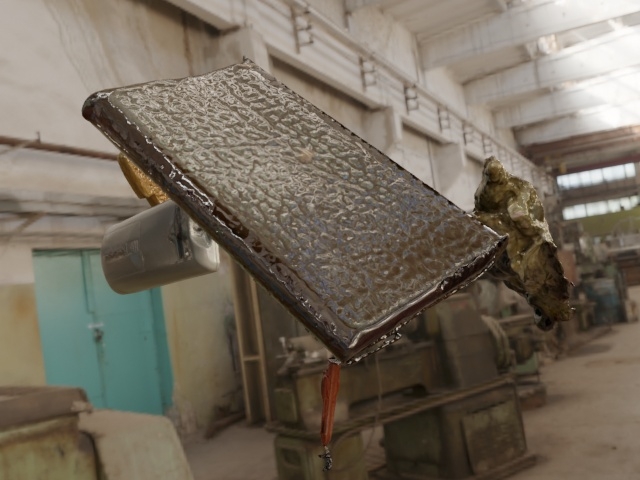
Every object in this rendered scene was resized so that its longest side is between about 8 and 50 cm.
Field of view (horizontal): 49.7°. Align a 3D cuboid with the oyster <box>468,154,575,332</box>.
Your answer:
[{"bbox_3d":[0.305,0.015,1.074,0.096,0.221,0.361,-36,-30,-1],"label":"oyster"}]

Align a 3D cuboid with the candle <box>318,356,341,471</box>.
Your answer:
[{"bbox_3d":[0.010,0.241,0.954,0.026,0.167,0.021,8,15,13],"label":"candle"}]

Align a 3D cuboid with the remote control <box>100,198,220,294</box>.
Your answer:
[{"bbox_3d":[-0.231,0.007,0.930,0.055,0.109,0.313,-1,-9,-37],"label":"remote control"}]

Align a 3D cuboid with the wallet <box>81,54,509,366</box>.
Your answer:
[{"bbox_3d":[-0.022,-0.034,0.418,0.133,0.039,0.243,-27,53,-36],"label":"wallet"}]

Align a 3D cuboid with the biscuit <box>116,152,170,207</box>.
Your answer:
[{"bbox_3d":[-0.295,-0.130,1.300,0.041,0.212,0.239,-4,-8,29],"label":"biscuit"}]
